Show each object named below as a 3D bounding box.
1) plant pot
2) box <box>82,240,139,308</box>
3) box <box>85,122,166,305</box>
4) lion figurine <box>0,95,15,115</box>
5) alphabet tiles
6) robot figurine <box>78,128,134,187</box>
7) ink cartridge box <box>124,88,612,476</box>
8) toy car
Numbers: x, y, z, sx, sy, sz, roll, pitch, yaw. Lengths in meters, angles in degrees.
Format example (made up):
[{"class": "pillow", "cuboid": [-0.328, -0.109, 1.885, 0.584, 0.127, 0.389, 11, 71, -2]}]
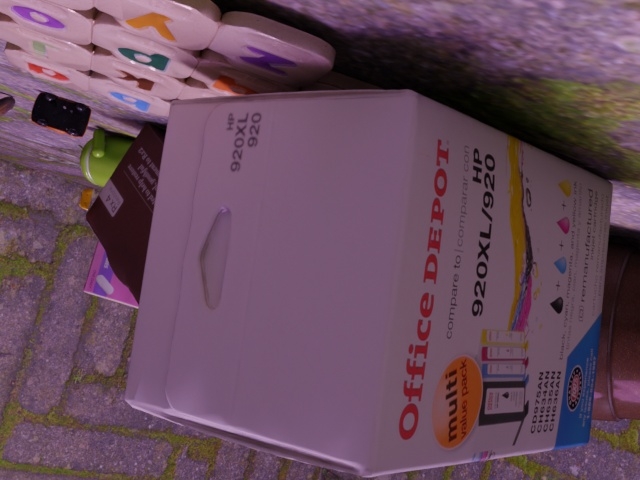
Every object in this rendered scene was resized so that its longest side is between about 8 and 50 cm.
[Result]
[{"class": "plant pot", "cuboid": [0.299, 0.082, 0.711, 0.165, 0.167, 0.167, 4, 171, 31]}, {"class": "box", "cuboid": [-0.192, 0.008, 1.263, 0.243, 0.214, 0.117, 16, 177, 6]}, {"class": "box", "cuboid": [-0.050, 0.022, 0.970, 0.381, 0.143, 0.191, 17, -156, -48]}, {"class": "lion figurine", "cuboid": [-0.559, -0.132, 0.910, 0.392, 0.142, 0.240, -10, 179, 7]}, {"class": "alphabet tiles", "cuboid": [-0.103, -0.110, 0.498, 0.284, 0.021, 0.278, 17, 174, -14]}, {"class": "robot figurine", "cuboid": [-0.254, -0.096, 1.077, 0.115, 0.067, 0.101, 15, 149, 29]}, {"class": "ink cartridge box", "cuboid": [0.039, 0.026, 0.490, 0.168, 0.171, 0.232, 4, 175, 40]}, {"class": "toy car", "cuboid": [-0.269, -0.090, 0.889, 0.060, 0.122, 0.040, -1, 178, -17]}]
